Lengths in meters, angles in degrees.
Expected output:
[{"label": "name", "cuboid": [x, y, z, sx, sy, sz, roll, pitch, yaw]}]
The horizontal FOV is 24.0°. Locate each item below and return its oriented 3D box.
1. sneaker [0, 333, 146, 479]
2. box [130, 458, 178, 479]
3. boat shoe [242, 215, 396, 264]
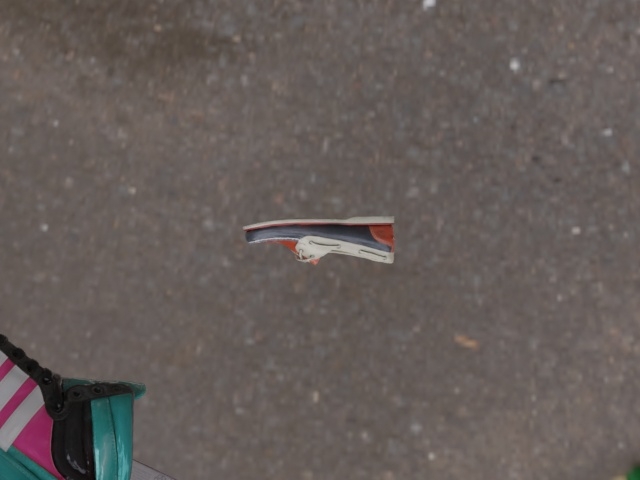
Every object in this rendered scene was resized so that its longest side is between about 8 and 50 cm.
[{"label": "sneaker", "cuboid": [-0.243, 0.130, 1.276, 0.178, 0.296, 0.124, -14, 163, -31]}, {"label": "box", "cuboid": [-0.274, 0.206, 1.434, 0.324, 0.067, 0.063, 27, 150, -15]}, {"label": "boat shoe", "cuboid": [0.000, 0.000, 1.320, 0.137, 0.049, 0.043, -1, 93, -13]}]
